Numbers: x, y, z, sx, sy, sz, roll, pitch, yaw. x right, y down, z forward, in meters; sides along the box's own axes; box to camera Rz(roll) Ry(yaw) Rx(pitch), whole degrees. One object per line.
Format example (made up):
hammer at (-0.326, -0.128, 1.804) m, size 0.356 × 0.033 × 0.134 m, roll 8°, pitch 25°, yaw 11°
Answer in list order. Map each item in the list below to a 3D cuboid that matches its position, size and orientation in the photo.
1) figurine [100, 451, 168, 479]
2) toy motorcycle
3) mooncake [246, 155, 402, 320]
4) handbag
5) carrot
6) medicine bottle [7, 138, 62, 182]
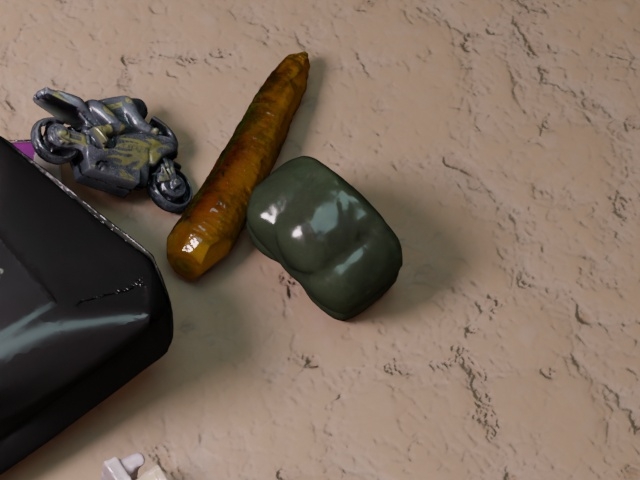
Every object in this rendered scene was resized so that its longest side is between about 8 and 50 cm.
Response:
figurine at (-0.238, 0.305, 1.532) m, size 0.256 × 0.144 × 0.182 m, roll -28°, pitch 86°, yaw -23°
toy motorcycle at (-0.216, -0.107, 1.787) m, size 0.193 × 0.061 × 0.124 m, roll 23°, pitch 50°, yaw -26°
mooncake at (0.000, 0.000, 1.740) m, size 0.104 × 0.168 × 0.175 m, roll -47°, pitch 42°, yaw -10°
handbag at (-0.338, 0.064, 1.614) m, size 0.342 × 0.152 × 0.288 m, roll -36°, pitch 70°, yaw -11°
carrot at (-0.076, -0.089, 1.820) m, size 0.066 × 0.066 × 0.314 m, roll 22°, pitch 56°, yaw 8°
medicine bottle at (-0.349, -0.009, 1.747) m, size 0.171 × 0.052 × 0.201 m, roll -2°, pitch 61°, yaw -7°
